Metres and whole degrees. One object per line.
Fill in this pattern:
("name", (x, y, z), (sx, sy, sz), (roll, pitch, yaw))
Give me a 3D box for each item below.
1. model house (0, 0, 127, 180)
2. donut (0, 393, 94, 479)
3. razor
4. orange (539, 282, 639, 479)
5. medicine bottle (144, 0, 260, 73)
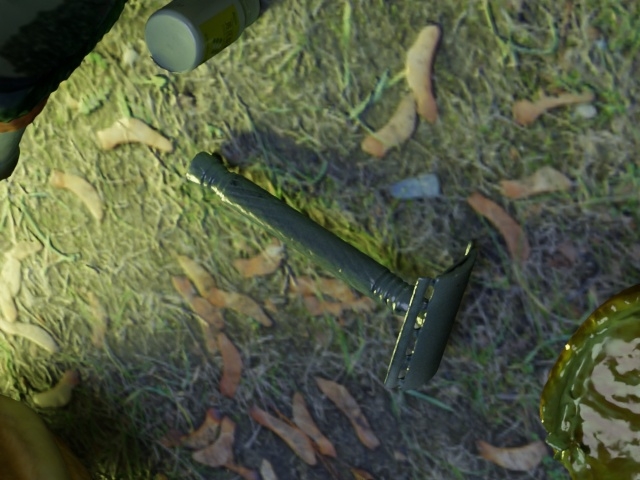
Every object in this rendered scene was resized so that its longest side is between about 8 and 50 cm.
("model house", (-0.291, -0.151, 1.375), (0.253, 0.184, 0.291), (32, 151, 0))
("donut", (-0.333, 0.337, 1.588), (0.449, 0.198, 0.449), (-22, 61, 47))
("razor", (0.000, 0.000, 1.357), (0.232, 0.068, 0.106), (34, 130, 22))
("orange", (0.266, 0.108, 1.160), (0.237, 0.158, 0.179), (12, 117, 33))
("medicine bottle", (-0.080, -0.149, 1.294), (0.047, 0.083, 0.047), (18, 125, 27))
